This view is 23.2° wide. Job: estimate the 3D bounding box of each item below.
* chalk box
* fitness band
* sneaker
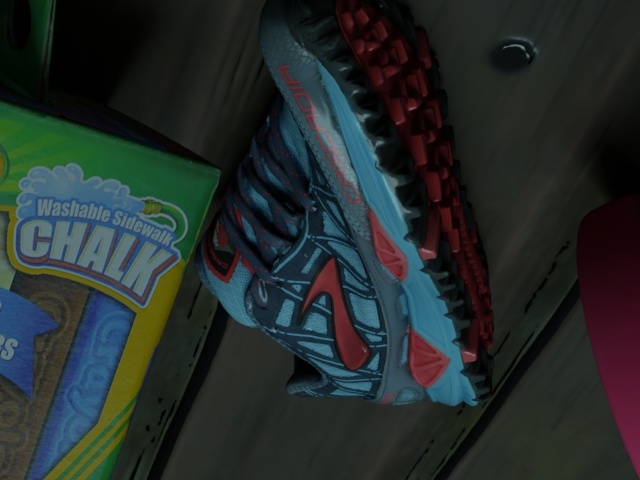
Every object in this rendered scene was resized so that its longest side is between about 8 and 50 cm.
[{"bbox_3d":[-0.135,-0.005,0.598,0.132,0.132,0.213,18,98,-31],"label":"chalk box"},{"bbox_3d":[0.204,0.095,0.707,0.054,0.209,0.291,-26,133,24],"label":"fitness band"},{"bbox_3d":[0.000,0.000,0.670,0.125,0.104,0.262,-8,140,11],"label":"sneaker"}]
